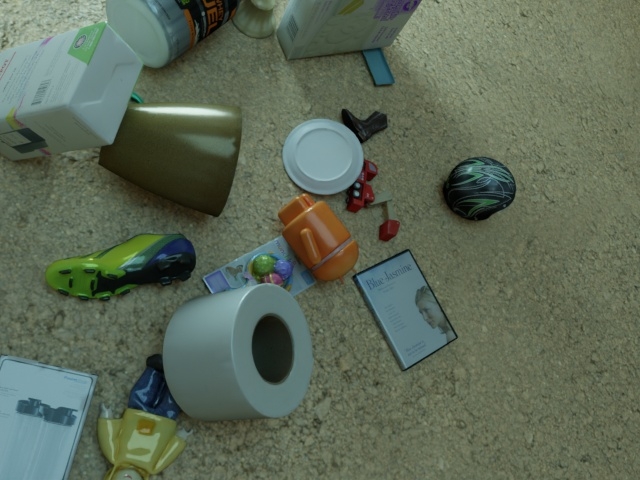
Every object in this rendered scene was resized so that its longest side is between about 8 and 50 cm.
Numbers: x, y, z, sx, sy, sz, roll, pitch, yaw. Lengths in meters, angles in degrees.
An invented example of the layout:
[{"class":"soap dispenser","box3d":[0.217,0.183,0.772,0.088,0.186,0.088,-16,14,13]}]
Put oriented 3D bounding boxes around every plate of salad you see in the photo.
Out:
[{"class":"plate of salad","box3d":[0.006,-0.204,1.561,0.200,0.048,0.199,1,75,-5]}]

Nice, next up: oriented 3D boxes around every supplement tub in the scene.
[{"class":"supplement tub","box3d":[-0.319,-0.556,1.470,0.193,0.193,0.316,42,59,-4]}]

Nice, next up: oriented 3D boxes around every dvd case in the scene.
[{"class":"dvd case","box3d":[0.206,0.161,1.527,0.180,0.022,0.253,-24,81,-30]}]

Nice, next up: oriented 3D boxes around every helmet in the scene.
[{"class":"helmet","box3d":[0.420,-0.141,1.666,0.169,0.161,0.169,9,66,-22]}]

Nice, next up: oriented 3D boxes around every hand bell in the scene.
[{"class":"hand bell","box3d":[-0.129,-0.620,1.556,0.126,0.242,0.126,9,67,-21]}]

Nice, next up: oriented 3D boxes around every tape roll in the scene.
[{"class":"tape roll","box3d":[-0.150,0.212,1.194,0.246,0.169,0.246,28,56,-52]}]

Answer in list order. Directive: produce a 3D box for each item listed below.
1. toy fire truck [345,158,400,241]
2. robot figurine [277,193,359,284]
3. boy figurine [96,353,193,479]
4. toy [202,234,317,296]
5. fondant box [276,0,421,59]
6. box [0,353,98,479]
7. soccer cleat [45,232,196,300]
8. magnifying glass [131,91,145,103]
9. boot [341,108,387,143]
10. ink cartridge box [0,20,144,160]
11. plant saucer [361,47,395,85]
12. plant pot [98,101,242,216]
[{"class":"toy fire truck","box3d":[0.134,-0.105,1.585,0.135,0.047,0.192,17,63,-19]},{"class":"robot figurine","box3d":[-0.001,0.001,1.433,0.128,0.158,0.219,-38,89,-16]},{"class":"boy figurine","box3d":[-0.329,0.353,1.160,0.177,0.092,0.285,29,57,-15]},{"class":"toy","box3d":[-0.121,0.081,1.386,0.237,0.056,0.137,-30,85,-31]},{"class":"fondant box","box3d":[0.078,-0.588,1.629,0.330,0.238,0.096,-16,77,-25]},{"class":"box","box3d":[-0.504,0.356,1.077,0.169,0.087,0.290,17,64,-18]},{"class":"soccer cleat","box3d":[-0.396,0.044,1.271,0.289,0.093,0.121,-8,43,-23]},{"class":"magnifying glass","box3d":[-0.410,-0.229,1.393,0.092,0.026,0.231,-10,77,-32]},{"class":"boot","box3d":[0.119,-0.322,1.672,0.114,0.037,0.106,-38,102,-29]},{"class":"ink cartridge box","box3d":[-0.538,-0.277,1.235,0.119,0.354,0.207,48,47,-50]},{"class":"plant saucer","box3d":[0.147,-0.516,1.776,0.067,0.018,0.192,-13,75,-29]},{"class":"plant pot","box3d":[-0.313,-0.185,1.299,0.254,0.237,0.237,10,66,-20]}]
